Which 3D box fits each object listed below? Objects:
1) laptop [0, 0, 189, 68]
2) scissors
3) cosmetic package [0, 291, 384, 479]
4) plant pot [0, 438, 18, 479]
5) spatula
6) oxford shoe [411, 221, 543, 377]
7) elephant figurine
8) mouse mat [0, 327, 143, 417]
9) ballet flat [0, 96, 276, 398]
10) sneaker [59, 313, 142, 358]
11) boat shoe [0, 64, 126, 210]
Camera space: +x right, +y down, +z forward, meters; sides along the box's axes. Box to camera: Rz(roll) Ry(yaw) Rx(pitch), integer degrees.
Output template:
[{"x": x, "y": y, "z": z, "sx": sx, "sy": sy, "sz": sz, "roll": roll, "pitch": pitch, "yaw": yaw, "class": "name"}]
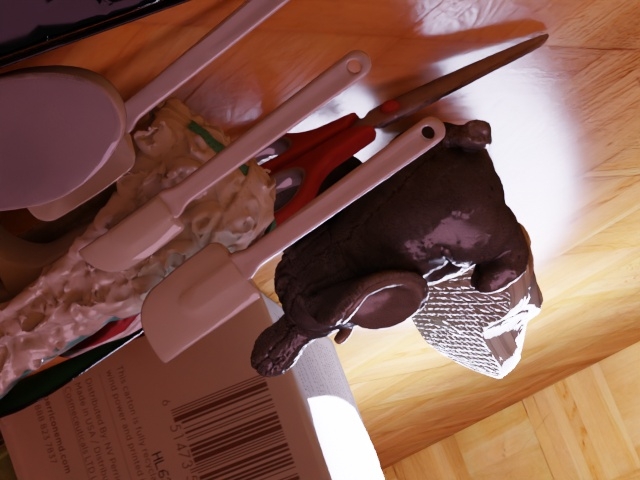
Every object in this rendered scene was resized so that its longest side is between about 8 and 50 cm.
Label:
[{"x": -0.128, "y": -0.162, "z": 0.606, "sx": 0.234, "sy": 0.136, "sz": 0.264, "roll": -21, "pitch": 138, "yaw": -1, "class": "laptop"}, {"x": 0.033, "y": -0.094, "z": 0.981, "sx": 0.297, "sy": 0.109, "sz": 0.021, "roll": -36, "pitch": 125, "yaw": -17, "class": "scissors"}, {"x": -0.115, "y": 0.293, "z": 1.521, "sx": 0.327, "sy": 0.329, "sz": 0.393, "roll": -23, "pitch": 163, "yaw": 7, "class": "cosmetic package"}, {"x": -0.385, "y": 0.390, "z": 1.507, "sx": 0.276, "sy": 0.254, "sz": 0.276, "roll": -31, "pitch": -179, "yaw": 0, "class": "plant pot"}, {"x": -0.061, "y": -0.050, "z": 0.791, "sx": 0.242, "sy": 0.168, "sz": 0.019, "roll": -36, "pitch": -174, "yaw": 19, "class": "spatula"}, {"x": 0.159, "y": 0.021, "z": 1.361, "sx": 0.130, "sy": 0.169, "sz": 0.449, "roll": -60, "pitch": 160, "yaw": -13, "class": "oxford shoe"}, {"x": 0.033, "y": 0.014, "z": 1.037, "sx": 0.239, "sy": 0.186, "sz": 0.169, "roll": -28, "pitch": -156, "yaw": -4, "class": "elephant figurine"}, {"x": -0.236, "y": 0.121, "z": 1.009, "sx": 0.190, "sy": 0.007, "sz": 0.152, "roll": -23, "pitch": -174, "yaw": 29, "class": "mouse mat"}, {"x": -0.219, "y": 0.022, "z": 0.921, "sx": 0.409, "sy": 0.147, "sz": 0.147, "roll": -29, "pitch": 162, "yaw": 19, "class": "ballet flat"}, {"x": -0.156, "y": 0.009, "z": 1.036, "sx": 0.221, "sy": 0.087, "sz": 0.128, "roll": -34, "pitch": 154, "yaw": 5, "class": "sneaker"}, {"x": -0.209, "y": -0.048, "z": 0.775, "sx": 0.228, "sy": 0.080, "sz": 0.076, "roll": -27, "pitch": -160, "yaw": 20, "class": "boat shoe"}]
